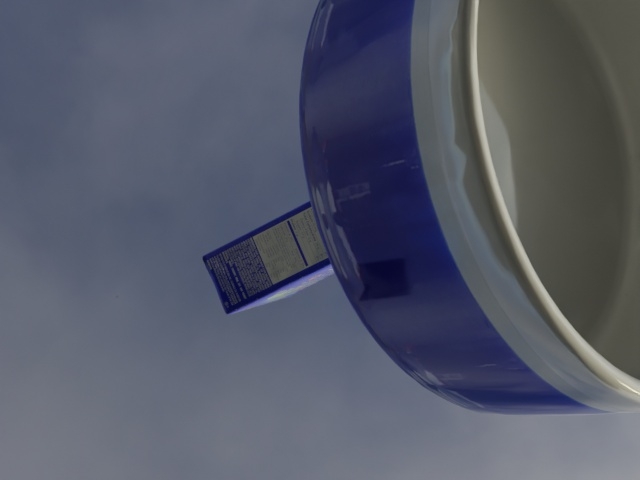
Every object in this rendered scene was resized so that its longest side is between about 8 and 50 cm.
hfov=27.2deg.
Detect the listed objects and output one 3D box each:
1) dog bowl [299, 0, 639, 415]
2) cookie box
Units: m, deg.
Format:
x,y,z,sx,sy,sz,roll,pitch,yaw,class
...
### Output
x,y,z,sx,sy,sz,roll,pitch,yaw,class
0.118,-0.048,0.638,0.264,0.104,0.265,11,-106,-41,dog bowl
0.000,0.000,0.769,0.107,0.092,0.040,-26,-95,23,cookie box
